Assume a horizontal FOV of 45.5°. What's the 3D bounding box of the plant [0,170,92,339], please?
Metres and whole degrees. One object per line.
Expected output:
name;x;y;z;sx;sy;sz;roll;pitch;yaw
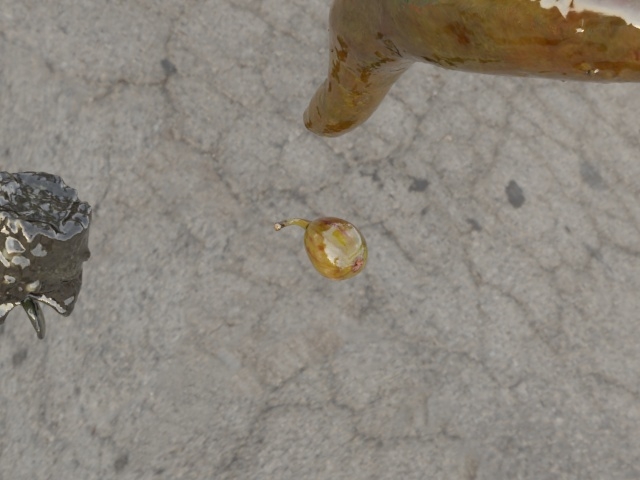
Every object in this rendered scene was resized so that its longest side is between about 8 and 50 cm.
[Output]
plant;-0.496;0.030;1.248;0.199;0.276;0.188;47;37;22

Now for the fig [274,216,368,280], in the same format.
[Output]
fig;0.000;0.000;0.621;0.083;0.050;0.050;28;38;28

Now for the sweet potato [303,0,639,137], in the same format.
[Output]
sweet potato;0.064;-0.114;0.419;0.079;0.346;0.108;-36;110;-26
